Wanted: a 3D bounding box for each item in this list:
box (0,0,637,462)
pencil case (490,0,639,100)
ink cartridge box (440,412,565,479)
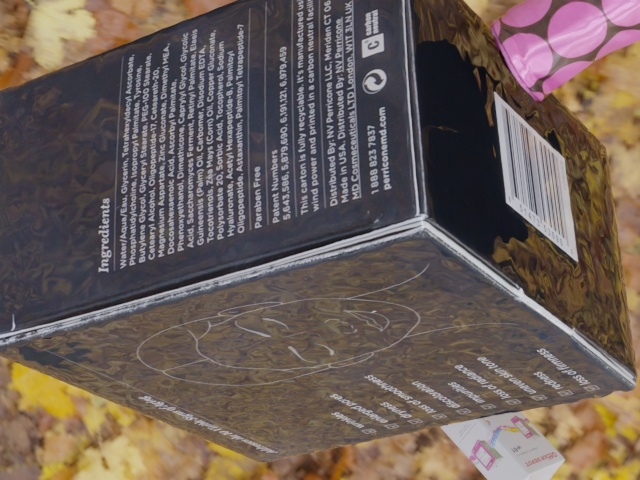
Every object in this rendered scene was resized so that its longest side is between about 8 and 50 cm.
[{"bbox_3d":[0.000,0.000,1.501,0.480,0.472,0.297,34,47,-51],"label":"box"},{"bbox_3d":[0.257,-0.202,1.322,0.209,0.098,0.095,-27,72,10],"label":"pencil case"},{"bbox_3d":[0.216,0.240,1.767,0.088,0.122,0.052,-9,141,-52],"label":"ink cartridge box"}]
